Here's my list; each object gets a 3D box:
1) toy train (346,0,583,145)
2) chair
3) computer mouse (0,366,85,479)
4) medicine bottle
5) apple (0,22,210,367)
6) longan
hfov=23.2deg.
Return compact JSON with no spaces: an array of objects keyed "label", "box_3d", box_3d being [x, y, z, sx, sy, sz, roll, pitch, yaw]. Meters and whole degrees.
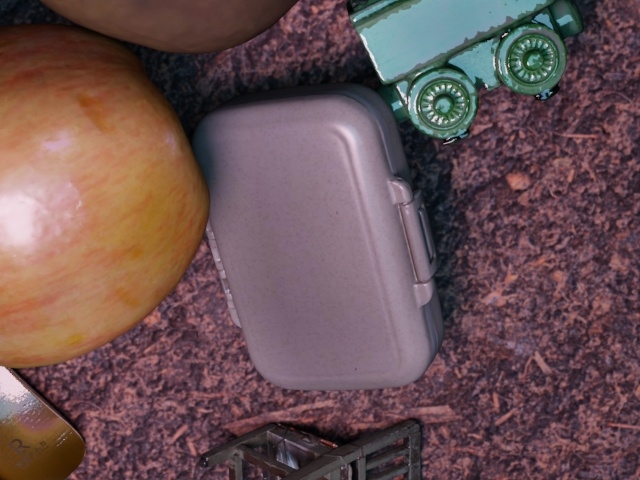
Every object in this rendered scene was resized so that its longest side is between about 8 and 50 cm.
[{"label":"toy train","box_3d":[0.169,-0.239,1.820,0.266,0.145,0.202,-26,104,6]},{"label":"chair","box_3d":[-0.012,0.311,2.006,0.270,0.147,0.136,-21,117,-42]},{"label":"computer mouse","box_3d":[-0.411,0.224,1.987,0.126,0.056,0.245,-41,104,9]},{"label":"medicine bottle","box_3d":[0.000,0.000,1.861,0.282,0.123,0.375,-3,112,28]},{"label":"apple","box_3d":[-0.308,-0.056,1.731,0.346,0.391,0.392,-23,107,-7]},{"label":"longan","box_3d":[-0.164,-0.364,1.669,0.360,0.361,0.361,-1,108,-2]}]
